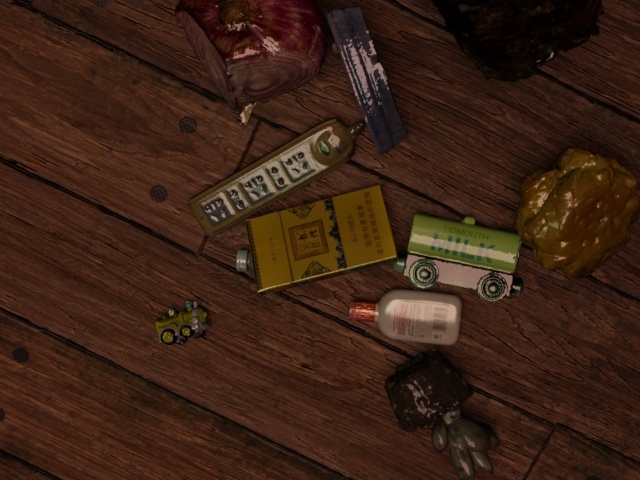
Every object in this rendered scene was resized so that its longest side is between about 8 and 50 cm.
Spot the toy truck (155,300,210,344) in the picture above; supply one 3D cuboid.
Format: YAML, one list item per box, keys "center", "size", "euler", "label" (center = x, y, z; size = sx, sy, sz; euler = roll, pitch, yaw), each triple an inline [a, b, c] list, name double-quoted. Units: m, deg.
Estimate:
- center: [-0.282, 0.169, 2.005]
  size: [0.111, 0.076, 0.076]
  euler: [-21, 80, 11]
  label: "toy truck"

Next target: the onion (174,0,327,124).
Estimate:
- center: [-0.115, -0.381, 1.777]
  size: [0.231, 0.272, 0.256]
  euler: [-32, 95, -3]
  label: "onion"

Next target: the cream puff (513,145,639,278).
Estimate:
- center: [0.468, -0.053, 1.787]
  size: [0.244, 0.244, 0.196]
  euler: [-49, 62, 15]
  label: "cream puff"

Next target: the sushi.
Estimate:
- center: [0.314, -0.461, 1.630]
  size: [0.281, 0.294, 0.299]
  euler: [-11, 62, 29]
  label: "sushi"

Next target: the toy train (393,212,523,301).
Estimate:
- center: [0.274, 0.029, 1.889]
  size: [0.254, 0.105, 0.157]
  euler: [12, 93, 6]
  label: "toy train"

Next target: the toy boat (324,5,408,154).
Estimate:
- center: [0.084, -0.299, 1.816]
  size: [0.078, 0.127, 0.282]
  euler: [-21, 98, 5]
  label: "toy boat"

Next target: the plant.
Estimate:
- center: [0.246, 0.356, 1.938]
  size: [0.146, 0.149, 0.274]
  euler: [-42, 102, -23]
  label: "plant"

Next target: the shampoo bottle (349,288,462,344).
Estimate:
- center: [0.168, 0.149, 1.948]
  size: [0.221, 0.051, 0.108]
  euler: [6, 108, 6]
  label: "shampoo bottle"

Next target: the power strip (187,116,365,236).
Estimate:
- center: [-0.081, -0.131, 1.908]
  size: [0.388, 0.066, 0.092]
  euler: [-29, 100, 12]
  label: "power strip"

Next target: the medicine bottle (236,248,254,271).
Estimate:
- center: [-0.071, 0.044, 1.955]
  size: [0.191, 0.051, 0.051]
  euler: [4, 104, 7]
  label: "medicine bottle"

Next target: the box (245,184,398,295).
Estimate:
- center: [0.001, 0.000, 1.901]
  size: [0.279, 0.041, 0.153]
  euler: [-14, 72, 7]
  label: "box"
